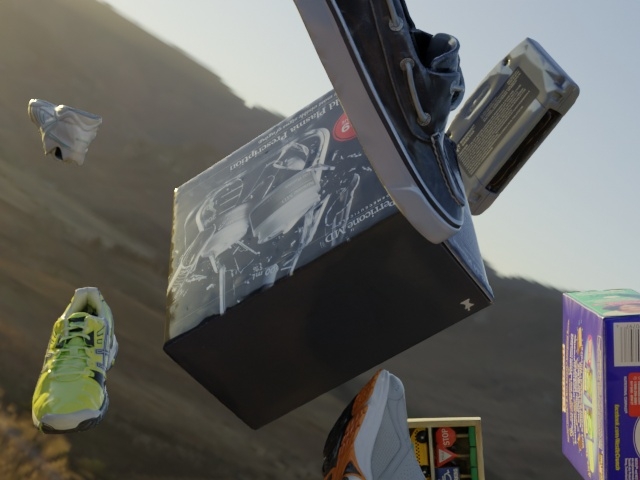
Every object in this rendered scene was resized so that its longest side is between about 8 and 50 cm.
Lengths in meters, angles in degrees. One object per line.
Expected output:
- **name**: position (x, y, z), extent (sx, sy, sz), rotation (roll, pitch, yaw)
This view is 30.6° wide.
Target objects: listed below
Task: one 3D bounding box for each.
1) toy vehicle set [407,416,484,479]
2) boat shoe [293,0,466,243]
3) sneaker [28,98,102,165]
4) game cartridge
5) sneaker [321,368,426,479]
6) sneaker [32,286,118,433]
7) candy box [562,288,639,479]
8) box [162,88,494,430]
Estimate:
- **toy vehicle set**: position (0.135, 0.367, 1.529), extent (0.166, 0.267, 0.035), rotation (-4, -2, 7)
- **boat shoe**: position (0.071, -0.130, 0.957), extent (0.108, 0.102, 0.301), rotation (-91, 155, -60)
- **sneaker**: position (-0.291, -0.120, 1.288), extent (0.053, 0.061, 0.152), rotation (14, 3, -32)
- **game cartridge**: position (0.325, -0.211, 2.112), extent (0.062, 0.297, 0.198), rotation (25, 25, -29)
- **sneaker**: position (0.068, 0.246, 1.181), extent (0.121, 0.099, 0.262), rotation (28, 38, -10)
- **sneaker**: position (-0.464, 0.222, 2.175), extent (0.145, 0.147, 0.385), rotation (-5, 25, -4)
- **candy box**: position (0.438, 0.219, 1.719), extent (0.122, 0.268, 0.317), rotation (-1, 4, 0)
- **box**: position (0.000, 0.000, 1.415), extent (0.179, 0.343, 0.312), rotation (46, 22, -33)
